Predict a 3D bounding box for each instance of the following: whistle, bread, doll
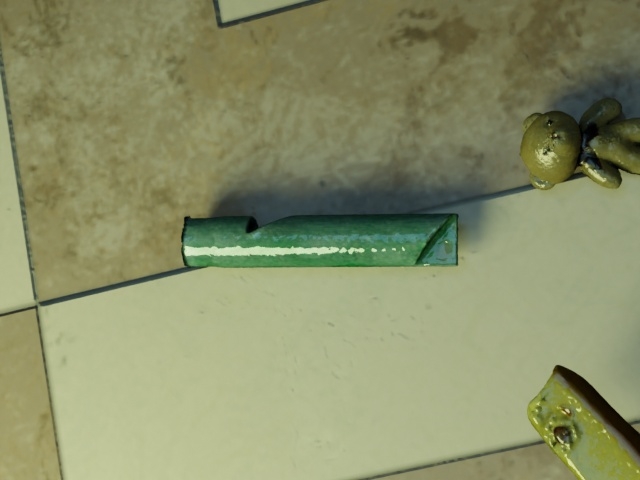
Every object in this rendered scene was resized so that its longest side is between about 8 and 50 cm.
[{"bbox_3d":[0.000,0.000,1.245,0.186,0.039,0.039,0,79,15],"label":"whistle"},{"bbox_3d":[0.215,0.173,1.132,0.049,0.088,0.226,-44,71,7],"label":"bread"},{"bbox_3d":[0.179,-0.062,1.218,0.093,0.051,0.061,4,78,-14],"label":"doll"}]
